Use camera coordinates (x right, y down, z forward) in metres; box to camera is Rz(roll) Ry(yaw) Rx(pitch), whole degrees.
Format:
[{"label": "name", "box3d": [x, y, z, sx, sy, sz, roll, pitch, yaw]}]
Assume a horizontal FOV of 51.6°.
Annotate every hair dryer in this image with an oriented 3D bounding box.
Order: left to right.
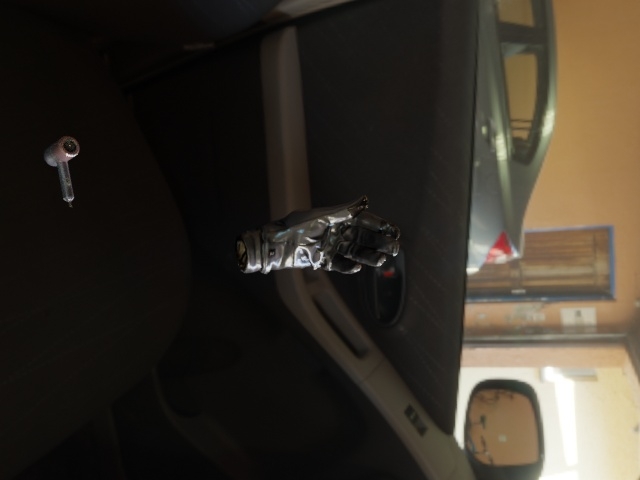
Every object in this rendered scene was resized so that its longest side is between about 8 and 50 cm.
[{"label": "hair dryer", "box3d": [-0.425, -0.111, 1.104, 0.037, 0.063, 0.114, -9, 86, -47]}]

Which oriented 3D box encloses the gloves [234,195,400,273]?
[{"label": "gloves", "box3d": [-0.006, -0.005, 1.126, 0.119, 0.285, 0.142, -91, 180, -59]}]
